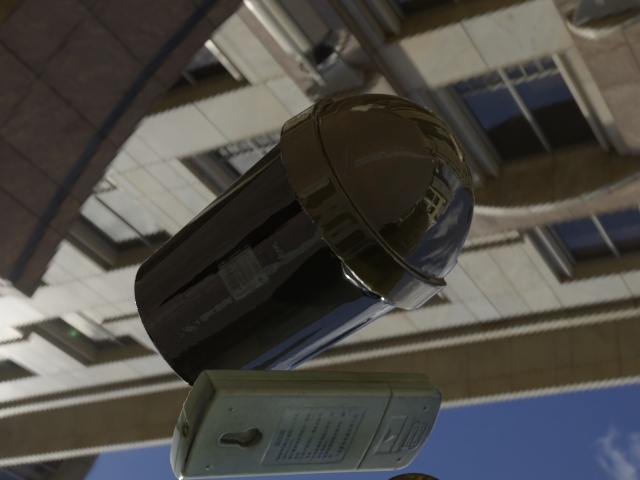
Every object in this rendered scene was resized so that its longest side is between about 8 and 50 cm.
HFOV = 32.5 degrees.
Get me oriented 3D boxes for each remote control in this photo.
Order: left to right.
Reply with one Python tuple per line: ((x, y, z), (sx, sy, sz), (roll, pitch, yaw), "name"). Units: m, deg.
((-0.008, 0.152, 0.908), (0.038, 0.234, 0.098), (50, -53, 47), "remote control")

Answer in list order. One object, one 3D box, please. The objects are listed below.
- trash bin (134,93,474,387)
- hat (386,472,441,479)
((0.000, 0.000, 1.046), (0.334, 0.214, 0.214), (-39, -136, 23), "trash bin")
((0.127, 0.387, 1.498), (0.146, 0.067, 0.146), (-2, -109, 7), "hat")
